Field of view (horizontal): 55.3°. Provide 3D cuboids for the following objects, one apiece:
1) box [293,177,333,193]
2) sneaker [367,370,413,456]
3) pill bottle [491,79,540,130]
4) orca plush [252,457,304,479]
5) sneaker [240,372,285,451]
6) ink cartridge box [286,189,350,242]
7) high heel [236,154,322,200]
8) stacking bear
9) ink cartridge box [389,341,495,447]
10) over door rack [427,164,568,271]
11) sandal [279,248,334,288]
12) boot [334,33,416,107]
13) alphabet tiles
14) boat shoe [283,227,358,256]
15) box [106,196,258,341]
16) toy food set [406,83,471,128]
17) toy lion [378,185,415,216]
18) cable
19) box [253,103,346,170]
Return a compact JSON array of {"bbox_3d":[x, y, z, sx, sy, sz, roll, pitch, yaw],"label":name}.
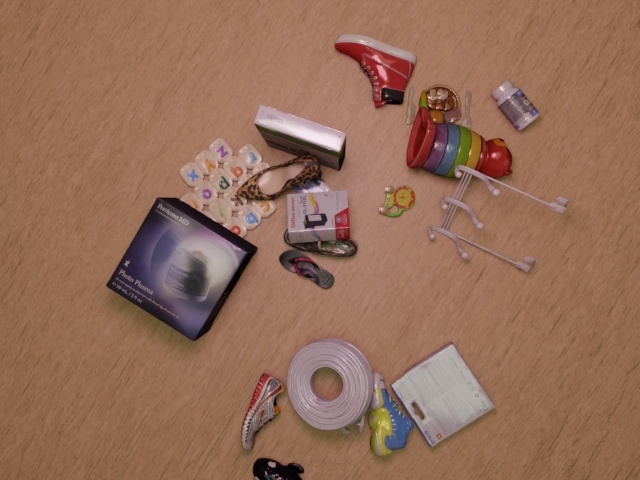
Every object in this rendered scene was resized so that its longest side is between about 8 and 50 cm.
[{"bbox_3d":[-0.012,-0.140,1.809,0.081,0.028,0.136,-42,86,1],"label":"box"},{"bbox_3d":[0.200,0.497,1.772,0.126,0.091,0.240,-1,88,-16],"label":"sneaker"},{"bbox_3d":[0.562,-0.392,1.768,0.078,0.078,0.137,-39,88,1],"label":"pill bottle"},{"bbox_3d":[-0.089,0.752,1.756,0.151,0.102,0.287,-32,88,1],"label":"orca plush"},{"bbox_3d":[-0.168,0.506,1.772,0.092,0.088,0.225,21,90,1],"label":"sneaker"},{"bbox_3d":[-0.007,-0.068,1.736,0.175,0.072,0.127,-4,64,1],"label":"ink cartridge box"},{"bbox_3d":[-0.126,-0.179,1.710,0.261,0.186,0.093,-15,85,4],"label":"high heel"},{"bbox_3d":[0.406,-0.252,1.737,0.289,0.175,0.164,12,121,-8],"label":"stacking bear"},{"bbox_3d":[0.351,0.447,1.775,0.224,0.045,0.223,-33,87,2],"label":"ink cartridge box"},{"bbox_3d":[0.486,-0.050,1.695,0.324,0.108,0.239,19,127,3],"label":"over door rack"},{"bbox_3d":[-0.039,0.081,1.799,0.179,0.040,0.067,30,90,2],"label":"sandal"},{"bbox_3d":[0.141,-0.489,1.784,0.244,0.088,0.176,18,91,-1],"label":"boot"},{"bbox_3d":[-0.275,-0.151,1.822,0.284,0.021,0.278,-39,87,1],"label":"alphabet tiles"},{"bbox_3d":[0.000,0.001,1.782,0.223,0.073,0.080,13,89,2],"label":"boat shoe"},{"bbox_3d":[-0.386,0.073,1.732,0.296,0.183,0.294,31,94,2],"label":"box"},{"bbox_3d":[0.352,-0.395,1.795,0.192,0.038,0.132,3,89,2],"label":"toy food set"},{"bbox_3d":[0.229,-0.116,1.801,0.096,0.034,0.100,17,90,-5],"label":"toy lion"},{"bbox_3d":[0.023,0.409,1.741,0.257,0.089,0.257,17,93,20],"label":"cable"},{"bbox_3d":[-0.046,-0.272,1.666,0.232,0.322,0.058,20,90,2],"label":"box"}]
